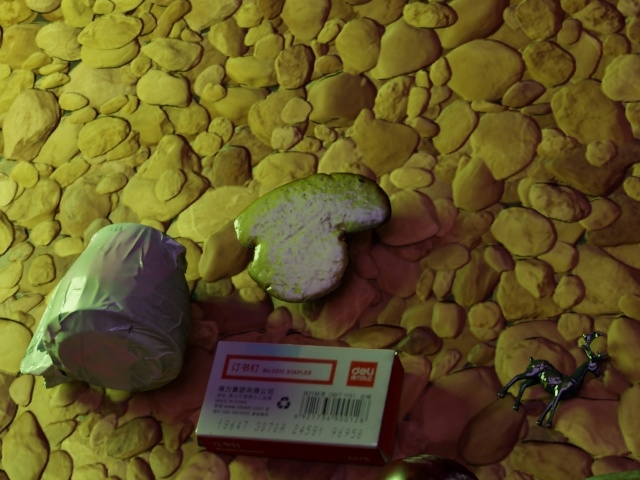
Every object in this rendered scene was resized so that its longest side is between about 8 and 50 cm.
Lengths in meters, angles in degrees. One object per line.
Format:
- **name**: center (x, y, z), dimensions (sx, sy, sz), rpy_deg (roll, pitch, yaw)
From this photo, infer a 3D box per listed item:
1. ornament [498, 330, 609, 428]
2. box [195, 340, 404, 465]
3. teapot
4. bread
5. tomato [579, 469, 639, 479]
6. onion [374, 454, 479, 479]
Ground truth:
- **ornament**: center (0.258, 0.141, 1.539), dimensions (0.073, 0.028, 0.125), rpy_deg (35, 77, 31)
- **box**: center (-0.027, 0.180, 1.595), dimensions (0.229, 0.050, 0.123), rpy_deg (1, 58, 19)
- **teapot**: center (-0.237, 0.085, 1.686), dimensions (0.163, 0.221, 0.178), rpy_deg (23, 50, -14)
- **bread**: center (0.000, 0.000, 1.695), dimensions (0.187, 0.065, 0.149), rpy_deg (-20, 66, 1)
- **tomato**: center (0.301, 0.338, 1.249), dimensions (0.303, 0.303, 0.239), rpy_deg (0, 35, 18)
- **onion**: center (0.101, 0.309, 1.442), dimensions (0.198, 0.135, 0.173), rpy_deg (-31, 65, 46)
